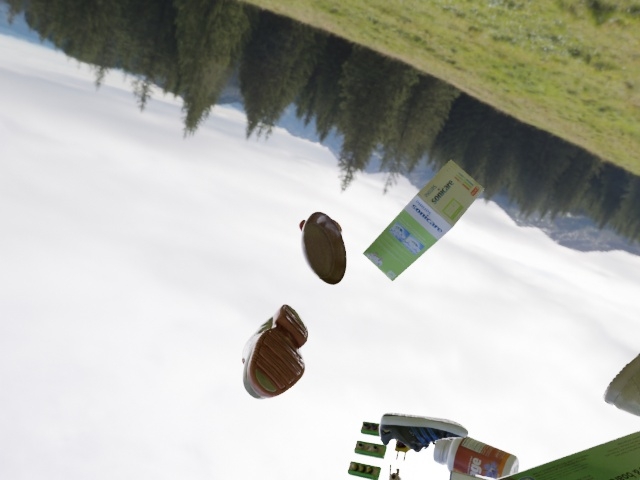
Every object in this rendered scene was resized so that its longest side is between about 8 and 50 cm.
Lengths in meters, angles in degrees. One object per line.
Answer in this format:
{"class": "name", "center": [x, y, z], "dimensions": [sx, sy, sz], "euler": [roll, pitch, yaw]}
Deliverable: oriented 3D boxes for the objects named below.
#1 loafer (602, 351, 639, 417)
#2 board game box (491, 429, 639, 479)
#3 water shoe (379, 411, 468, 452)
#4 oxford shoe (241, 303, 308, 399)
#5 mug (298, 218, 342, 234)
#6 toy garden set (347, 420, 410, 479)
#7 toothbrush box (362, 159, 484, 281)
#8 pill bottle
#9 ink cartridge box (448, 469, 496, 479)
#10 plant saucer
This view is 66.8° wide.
{"class": "loafer", "center": [0.652, 0.232, 0.914], "dimensions": [0.092, 0.268, 0.102], "euler": [43, 174, 34]}
{"class": "board game box", "center": [0.304, 0.212, 0.332], "dimensions": [0.318, 0.046, 0.213], "euler": [-3, -165, -25]}
{"class": "water shoe", "center": [0.240, 0.454, 1.135], "dimensions": [0.203, 0.080, 0.073], "euler": [2, 169, 16]}
{"class": "oxford shoe", "center": [-0.127, 0.293, 1.198], "dimensions": [0.140, 0.147, 0.397], "euler": [50, -167, -3]}
{"class": "mug", "center": [0.001, 0.009, 1.527], "dimensions": [0.151, 0.113, 0.169], "euler": [7, -156, -5]}
{"class": "toy garden set", "center": [0.179, 0.683, 1.506], "dimensions": [0.204, 0.244, 0.049], "euler": [-7, 134, 37]}
{"class": "toothbrush box", "center": [0.265, -0.047, 1.282], "dimensions": [0.122, 0.283, 0.206], "euler": [43, -131, 7]}
{"class": "pill bottle", "center": [0.438, 0.630, 1.381], "dimensions": [0.216, 0.121, 0.121], "euler": [9, -174, 39]}
{"class": "ink cartridge box", "center": [0.309, 0.533, 0.852], "dimensions": [0.209, 0.206, 0.045], "euler": [14, 161, 2]}
{"class": "plant saucer", "center": [0.004, 0.023, 1.276], "dimensions": [0.036, 0.198, 0.199], "euler": [-15, 176, 32]}
